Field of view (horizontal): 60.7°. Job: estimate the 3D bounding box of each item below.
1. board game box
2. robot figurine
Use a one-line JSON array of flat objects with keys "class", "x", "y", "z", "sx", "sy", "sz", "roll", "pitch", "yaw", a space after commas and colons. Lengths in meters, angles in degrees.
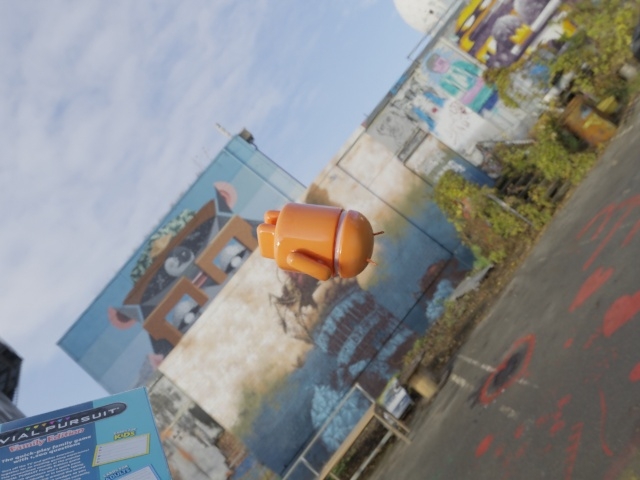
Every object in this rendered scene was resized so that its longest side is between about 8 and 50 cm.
[{"class": "board game box", "x": -0.288, "y": 0.295, "z": 0.584, "sx": 0.253, "sy": 0.079, "sz": 0.336, "roll": -10, "pitch": 15, "yaw": -22}, {"class": "robot figurine", "x": 0.000, "y": 0.002, "z": 0.975, "sx": 0.158, "sy": 0.219, "sz": 0.128, "roll": 4, "pitch": -87, "yaw": -79}]
